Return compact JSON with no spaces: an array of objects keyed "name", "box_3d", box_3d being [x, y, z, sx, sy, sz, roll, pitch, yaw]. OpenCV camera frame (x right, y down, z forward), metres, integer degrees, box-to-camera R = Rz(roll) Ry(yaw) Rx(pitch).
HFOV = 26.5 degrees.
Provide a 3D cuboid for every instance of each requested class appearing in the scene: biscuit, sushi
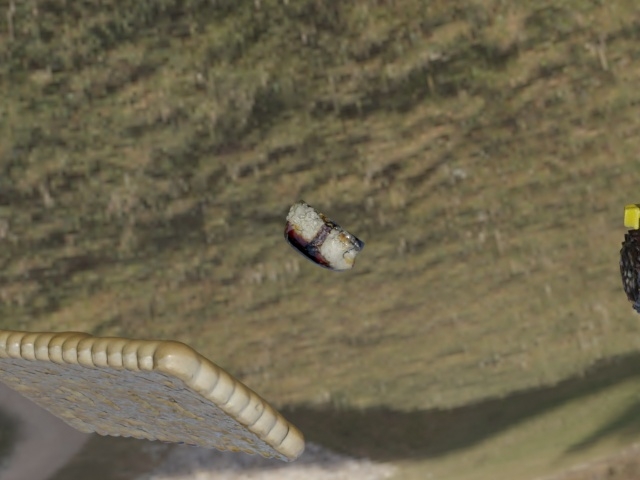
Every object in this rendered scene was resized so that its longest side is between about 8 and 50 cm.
[{"name":"biscuit","box_3d":[-0.187,0.143,1.315,0.325,0.044,0.217,-1,148,39]},{"name":"sushi","box_3d":[0.000,0.000,1.325,0.083,0.046,0.044,35,180,-9]}]

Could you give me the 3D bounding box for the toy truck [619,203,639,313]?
[{"name":"toy truck","box_3d":[0.278,0.023,0.866,0.136,0.111,0.286,-6,-158,-3]}]
